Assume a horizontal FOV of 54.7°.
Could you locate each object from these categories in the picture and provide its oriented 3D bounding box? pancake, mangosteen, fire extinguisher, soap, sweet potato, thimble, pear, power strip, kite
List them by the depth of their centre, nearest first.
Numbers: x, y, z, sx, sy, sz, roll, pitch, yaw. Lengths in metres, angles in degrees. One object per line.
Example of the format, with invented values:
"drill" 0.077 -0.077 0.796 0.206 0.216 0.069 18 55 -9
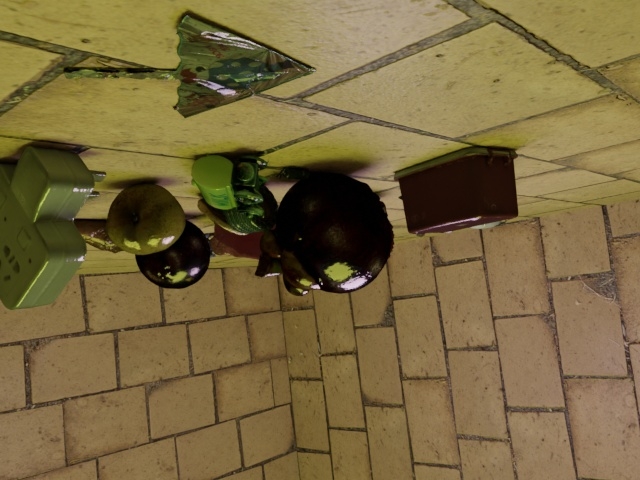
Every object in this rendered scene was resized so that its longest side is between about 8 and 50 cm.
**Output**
"kite" -0.158 -0.208 0.789 0.314 0.012 0.335 -5 174 -15
"power strip" -0.489 -0.042 1.090 0.261 0.229 0.141 -48 160 23
"pear" -0.388 -0.047 1.376 0.167 0.167 0.136 -7 171 4
"fire extinguisher" -0.061 -0.154 1.394 0.083 0.025 0.038 -1 135 -45
"mangosteen" 0.000 0.000 1.488 0.347 0.307 0.307 -34 175 -2
"thimble" -0.174 -0.077 1.539 0.090 0.119 0.135 -12 175 29
"pancake" -0.248 -0.067 1.602 0.028 0.158 0.158 -56 153 18
"sweet potato" -0.617 -0.009 1.843 0.114 0.092 0.341 9 178 16
"mangosteen" -0.441 0.027 1.900 0.228 0.228 0.265 -8 -157 14
"soap" -0.206 0.009 2.048 0.232 0.128 0.359 10 177 9

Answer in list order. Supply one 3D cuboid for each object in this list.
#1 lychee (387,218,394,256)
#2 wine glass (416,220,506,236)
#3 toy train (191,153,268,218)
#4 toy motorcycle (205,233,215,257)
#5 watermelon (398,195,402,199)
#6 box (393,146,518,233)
"lychee" 0.090 0.000 1.922 0.275 0.304 0.276 22 153 12
"wine glass" 0.455 -0.096 2.004 0.321 0.143 0.143 -8 175 -13
"toy train" -0.191 -0.116 1.291 0.157 0.105 0.253 7 172 -3
"toy motorcycle" -0.422 0.021 2.403 0.254 0.092 0.135 -18 180 18
"watermelon" 0.358 -0.144 1.856 0.245 0.063 0.119 -10 -166 -20
"box" 0.338 -0.115 1.534 0.193 0.168 0.294 0 171 -36
